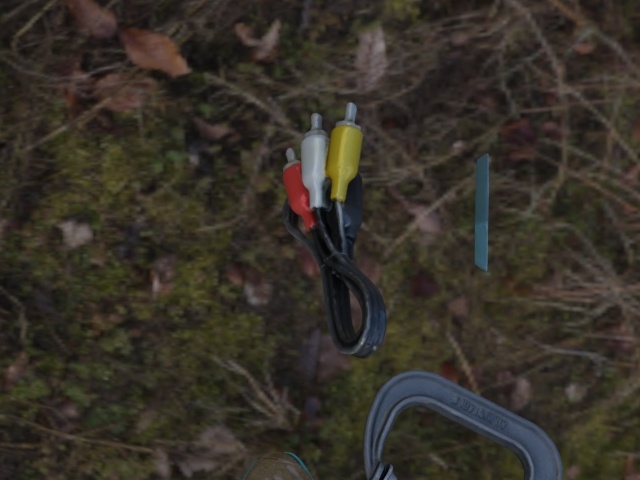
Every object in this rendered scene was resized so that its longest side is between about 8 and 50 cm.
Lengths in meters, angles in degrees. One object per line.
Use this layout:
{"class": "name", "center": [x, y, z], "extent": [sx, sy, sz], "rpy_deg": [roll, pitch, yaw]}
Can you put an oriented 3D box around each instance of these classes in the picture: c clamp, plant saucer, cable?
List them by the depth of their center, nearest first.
{"class": "c clamp", "center": [0.094, 0.163, 0.843], "extent": [0.161, 0.022, 0.137], "rpy_deg": [32, 64, 4]}
{"class": "cable", "center": [0.000, 0.000, 1.282], "extent": [0.072, 0.139, 0.287], "rpy_deg": [27, 44, -30]}
{"class": "plant saucer", "center": [0.197, -0.037, 1.557], "extent": [0.192, 0.018, 0.067], "rpy_deg": [-78, 165, -61]}

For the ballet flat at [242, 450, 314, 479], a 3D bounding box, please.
{"class": "ballet flat", "center": [0.005, 0.434, 1.696], "extent": [0.342, 0.116, 0.124], "rpy_deg": [52, 38, 11]}
